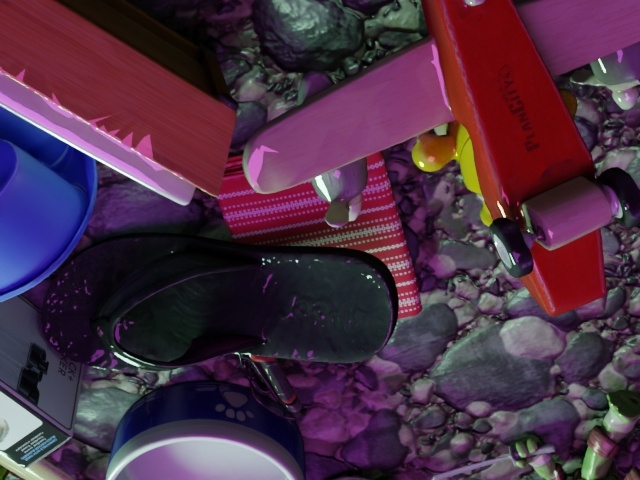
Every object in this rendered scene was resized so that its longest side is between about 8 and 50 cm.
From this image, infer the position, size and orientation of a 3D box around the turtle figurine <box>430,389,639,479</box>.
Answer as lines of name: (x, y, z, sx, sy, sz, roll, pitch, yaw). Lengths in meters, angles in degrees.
turtle figurine: (0.335, 0.335, 1.729, 0.275, 0.197, 0.266, 19, 122, -20)

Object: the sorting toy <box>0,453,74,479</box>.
sorting toy: (-0.413, 0.293, 1.718, 0.307, 0.041, 0.229, 40, 155, -27)

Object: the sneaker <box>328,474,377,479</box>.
sneaker: (-0.010, 0.425, 1.843, 0.283, 0.122, 0.110, -25, 125, 18)

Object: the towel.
towel: (0.000, 0.000, 1.563, 0.199, 0.031, 0.274, -11, 128, 9)

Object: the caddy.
caddy: (-0.403, -0.037, 1.380, 0.341, 0.241, 0.179, -23, 149, 6)

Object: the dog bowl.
dog bowl: (-0.151, 0.314, 1.765, 0.265, 0.104, 0.265, 0, 128, 0)

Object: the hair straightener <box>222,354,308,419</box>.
hair straightener: (-0.081, 0.144, 1.666, 0.089, 0.047, 0.230, 10, 141, 48)

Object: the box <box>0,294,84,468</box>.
box: (-0.416, 0.119, 1.571, 0.087, 0.169, 0.290, -34, 120, 21)

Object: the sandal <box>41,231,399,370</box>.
sandal: (-0.136, 0.076, 1.519, 0.446, 0.107, 0.167, -4, 105, 19)

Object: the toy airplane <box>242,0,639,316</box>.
toy airplane: (0.157, -0.158, 1.324, 0.386, 0.272, 0.384, 21, 88, -6)

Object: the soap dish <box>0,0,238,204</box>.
soap dish: (-0.219, -0.174, 1.310, 0.291, 0.229, 0.118, 31, 105, -22)
